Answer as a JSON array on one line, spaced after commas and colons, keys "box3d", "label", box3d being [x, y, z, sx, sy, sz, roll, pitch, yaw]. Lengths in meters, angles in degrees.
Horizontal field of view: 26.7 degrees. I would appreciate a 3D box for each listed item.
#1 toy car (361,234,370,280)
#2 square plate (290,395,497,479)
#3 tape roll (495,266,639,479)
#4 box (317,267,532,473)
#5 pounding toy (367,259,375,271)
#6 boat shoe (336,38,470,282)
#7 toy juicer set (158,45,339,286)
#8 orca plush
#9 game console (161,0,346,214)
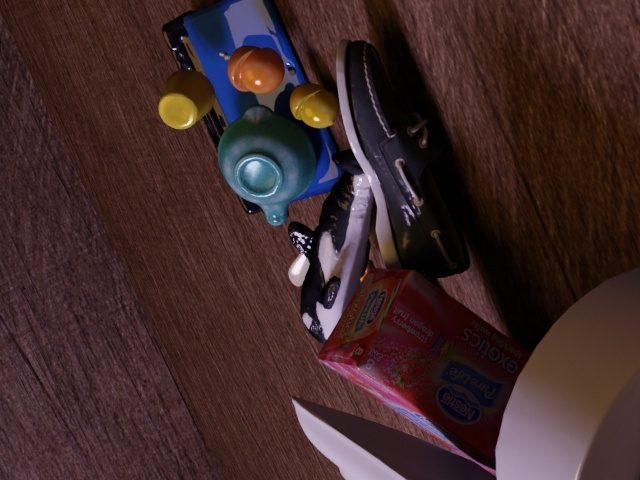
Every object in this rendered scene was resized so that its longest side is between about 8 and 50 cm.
[{"box3d": [0.038, 0.013, 1.864, 0.060, 0.040, 0.122, 46, 156, 36], "label": "toy car"}, {"box3d": [0.169, 0.282, 1.298, 0.347, 0.049, 0.344, 32, -176, 42], "label": "square plate"}, {"box3d": [0.284, 0.167, 1.112, 0.100, 0.286, 0.286, 33, 146, 53], "label": "tape roll"}, {"box3d": [0.144, 0.150, 1.512, 0.257, 0.128, 0.123, 36, 168, -18], "label": "box"}, {"box3d": [0.087, 0.096, 1.743, 0.100, 0.141, 0.130, 34, 161, -7], "label": "pounding toy"}, {"box3d": [0.095, -0.092, 1.521, 0.114, 0.091, 0.302, -67, -38, -56], "label": "boat shoe"}, {"box3d": [-0.043, -0.119, 1.760, 0.329, 0.209, 0.089, 52, -153, -17], "label": "toy juicer set"}, {"box3d": [0.000, 0.000, 1.694, 0.102, 0.151, 0.287, 17, 135, 12], "label": "orca plush"}, {"box3d": [-0.082, -0.203, 1.889, 0.250, 0.173, 0.293, -73, -40, -74], "label": "game console"}]
